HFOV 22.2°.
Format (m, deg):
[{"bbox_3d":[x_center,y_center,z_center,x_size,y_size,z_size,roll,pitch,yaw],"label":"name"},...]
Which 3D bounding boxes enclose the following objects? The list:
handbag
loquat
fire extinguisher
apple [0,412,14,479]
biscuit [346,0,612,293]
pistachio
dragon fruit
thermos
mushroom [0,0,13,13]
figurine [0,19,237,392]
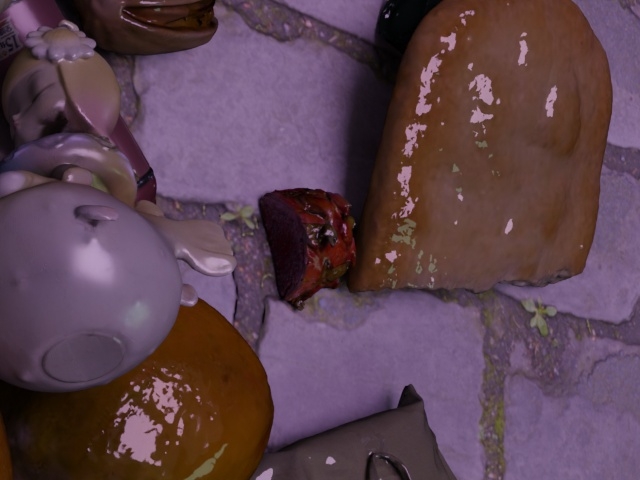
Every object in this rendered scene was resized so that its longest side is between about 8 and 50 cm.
[{"bbox_3d":[0.056,0.322,1.894,0.316,0.109,0.253,-16,77,-45],"label":"handbag"},{"bbox_3d":[-0.187,0.188,1.592,0.276,0.276,0.284,54,33,-21],"label":"loquat"},{"bbox_3d":[0.204,-0.231,2.198,0.294,0.093,0.118,33,26,-35],"label":"fire extinguisher"},{"bbox_3d":[-0.425,0.187,1.289,0.374,0.374,0.384,-43,117,-41],"label":"apple"},{"bbox_3d":[0.243,-0.122,2.121,0.429,0.104,0.446,11,93,-42],"label":"biscuit"},{"bbox_3d":[-0.190,-0.274,1.816,0.206,0.131,0.129,-11,133,-50],"label":"pistachio"},{"bbox_3d":[0.000,0.000,1.942,0.102,0.096,0.147,-27,101,-48],"label":"dragon fruit"},{"bbox_3d":[-0.261,-0.108,1.721,0.109,0.136,0.330,-33,105,-15],"label":"thermos"},{"bbox_3d":[-0.410,-0.341,1.516,0.352,0.260,0.352,21,62,-47],"label":"mushroom"},{"bbox_3d":[-0.212,-0.041,1.502,0.274,0.227,0.394,11,44,-27],"label":"figurine"}]
